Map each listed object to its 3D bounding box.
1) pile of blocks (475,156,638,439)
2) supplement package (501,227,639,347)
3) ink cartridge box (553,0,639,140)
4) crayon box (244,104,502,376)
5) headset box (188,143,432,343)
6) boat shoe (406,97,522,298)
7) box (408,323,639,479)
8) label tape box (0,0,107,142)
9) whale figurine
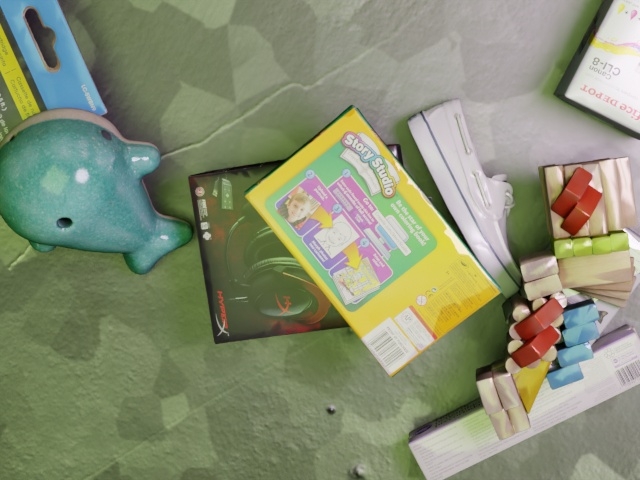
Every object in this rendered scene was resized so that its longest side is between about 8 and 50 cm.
[{"bbox_3d":[0.283,0.073,1.337,0.149,0.112,0.362,17,98,6],"label":"pile of blocks"},{"bbox_3d":[0.321,0.051,1.441,0.105,0.105,0.179,35,99,0],"label":"supplement package"},{"bbox_3d":[0.380,-0.222,1.390,0.128,0.127,0.176,27,100,2],"label":"ink cartridge box"},{"bbox_3d":[0.062,-0.001,1.361,0.165,0.081,0.278,-38,92,6],"label":"crayon box"},{"bbox_3d":[0.000,0.000,1.465,0.293,0.110,0.218,-7,96,6],"label":"headset box"},{"bbox_3d":[0.199,-0.055,1.443,0.084,0.095,0.258,-27,91,8],"label":"boat shoe"},{"bbox_3d":[0.268,0.210,1.486,0.324,0.063,0.067,-29,92,8],"label":"box"},{"bbox_3d":[-0.456,-0.204,1.490,0.333,0.106,0.240,-23,94,6],"label":"label tape box"},{"bbox_3d":[-0.278,-0.037,1.433,0.216,0.141,0.272,-34,128,17],"label":"whale figurine"}]
